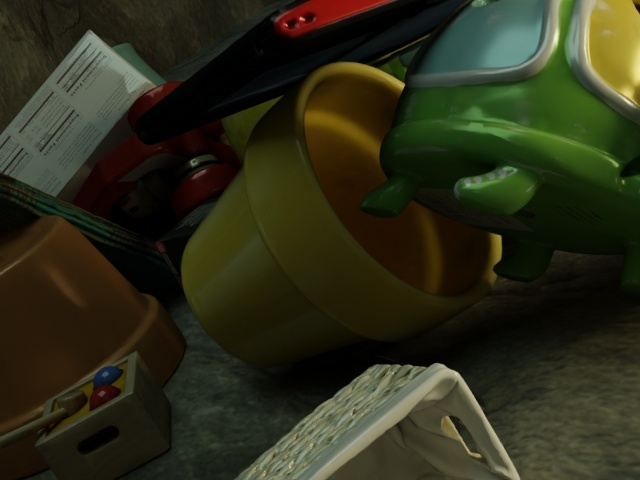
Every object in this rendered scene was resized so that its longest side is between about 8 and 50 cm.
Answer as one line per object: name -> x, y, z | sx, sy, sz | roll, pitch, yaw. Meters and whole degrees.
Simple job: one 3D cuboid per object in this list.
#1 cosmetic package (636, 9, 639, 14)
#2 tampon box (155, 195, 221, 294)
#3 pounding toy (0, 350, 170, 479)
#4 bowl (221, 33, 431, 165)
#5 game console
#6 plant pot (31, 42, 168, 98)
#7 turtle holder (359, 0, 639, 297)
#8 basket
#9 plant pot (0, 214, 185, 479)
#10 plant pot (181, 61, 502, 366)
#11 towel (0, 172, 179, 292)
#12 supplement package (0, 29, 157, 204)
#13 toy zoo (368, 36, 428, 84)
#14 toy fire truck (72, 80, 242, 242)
cosmetic package -> 0.416, -0.258, 1.222 | 0.138, 0.225, 0.224 | -14, 24, 40
tampon box -> -0.083, 0.014, 1.420 | 0.161, 0.120, 0.101 | -12, 24, 43
pounding toy -> -0.235, 0.182, 1.229 | 0.141, 0.100, 0.130 | -29, 17, 2
bowl -> 0.035, -0.116, 1.487 | 0.289, 0.289, 0.156 | -25, 62, 15
game console -> 0.027, -0.193, 1.154 | 0.342, 0.060, 0.386 | -29, 5, -26
plant pot -> -0.317, -0.163, 1.967 | 0.271, 0.255, 0.271 | -29, 6, 3
turtle holder -> 0.192, -0.101, 0.975 | 0.320, 0.243, 0.227 | 152, 138, -75
basket -> 0.032, 0.171, 0.839 | 0.167, 0.113, 0.103 | -37, 15, -21
plant pot -> -0.328, 0.107, 1.415 | 0.290, 0.203, 0.291 | -26, 19, 9
plant pot -> 0.000, 0.000, 1.169 | 0.239, 0.254, 0.254 | -36, 11, 36
towel -> -0.374, 0.008, 1.590 | 0.271, 0.370, 0.040 | -14, 62, 37
supplement package -> -0.314, -0.116, 1.724 | 0.145, 0.204, 0.262 | 40, 90, 28
toy zoo -> 0.196, -0.151, 1.323 | 0.293, 0.192, 0.030 | -22, 20, 20
toy fire truck -> -0.201, -0.064, 1.644 | 0.254, 0.169, 0.302 | -36, -18, 21
